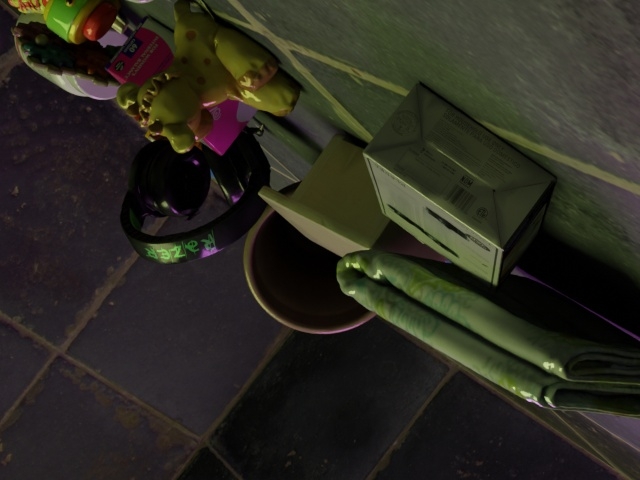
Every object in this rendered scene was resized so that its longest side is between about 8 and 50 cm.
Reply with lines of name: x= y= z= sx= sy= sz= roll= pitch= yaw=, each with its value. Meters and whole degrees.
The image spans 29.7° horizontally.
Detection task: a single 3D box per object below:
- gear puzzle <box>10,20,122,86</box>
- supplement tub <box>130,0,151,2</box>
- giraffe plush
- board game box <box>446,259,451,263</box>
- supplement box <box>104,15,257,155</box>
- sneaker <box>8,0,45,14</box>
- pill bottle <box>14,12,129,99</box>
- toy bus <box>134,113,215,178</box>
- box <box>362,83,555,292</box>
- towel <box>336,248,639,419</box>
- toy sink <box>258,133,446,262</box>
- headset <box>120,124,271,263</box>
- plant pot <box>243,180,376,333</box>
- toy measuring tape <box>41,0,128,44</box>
gear puzzle: x=-0.346 y=-0.307 z=2.059 sx=0.339 sy=0.044 sz=0.175 roll=10 pitch=-155 yaw=-32
supplement tub: x=-0.231 y=-0.325 z=1.461 sx=0.071 sy=0.071 sz=0.107 roll=40 pitch=174 yaw=-30
giraffe plush: x=-0.159 y=-0.196 z=1.569 sx=0.210 sy=0.170 sz=0.181 roll=41 pitch=175 yaw=-36
board game box: x=0.192 y=0.022 z=1.920 sx=0.201 sy=0.035 sz=0.136 roll=41 pitch=175 yaw=-39
supplement box: x=-0.216 y=-0.245 z=1.909 sx=0.220 sy=0.111 sz=0.114 roll=34 pitch=174 yaw=31
sneaker: x=-0.532 y=-0.452 z=2.253 sx=0.208 sy=0.094 sz=0.081 roll=28 pitch=130 yaw=62
pill bottle: x=-0.470 y=-0.370 z=2.335 sx=0.160 sy=0.160 sz=0.283 roll=41 pitch=175 yaw=-38
toy bus: x=-0.262 y=-0.234 z=2.438 sx=0.191 sy=0.104 sz=0.202 roll=16 pitch=-150 yaw=-37
box: x=0.144 y=-0.045 z=1.263 sx=0.169 sy=0.087 sz=0.290 roll=36 pitch=175 yaw=13
towel: x=0.247 y=0.108 z=1.463 sx=0.321 sy=0.090 sz=0.374 roll=15 pitch=-171 yaw=-42
toy sink: x=0.058 y=-0.047 z=1.663 sx=0.234 sy=0.131 sz=0.153 roll=27 pitch=170 yaw=42
headset: x=-0.180 y=-0.093 z=1.999 sx=0.243 sy=0.394 sz=0.185 roll=-9 pitch=131 yaw=20
plant pot: x=0.000 y=0.000 z=2.066 sx=0.263 sy=0.263 sz=0.229 roll=39 pitch=-168 yaw=-14
toy measuring tape: x=-0.389 y=-0.369 z=2.004 sx=0.121 sy=0.121 sz=0.330 roll=37 pitch=176 yaw=3
